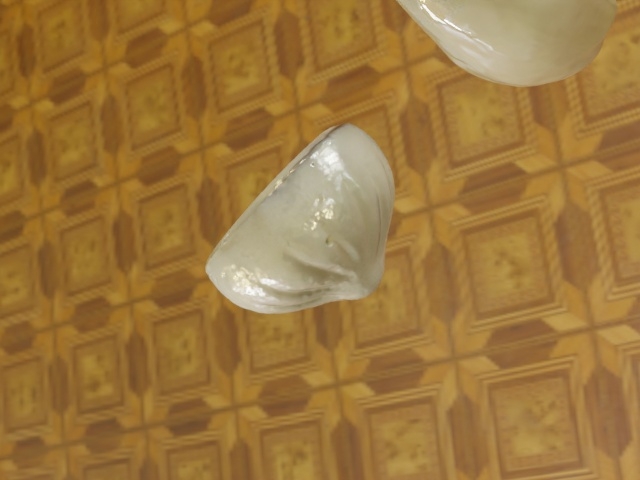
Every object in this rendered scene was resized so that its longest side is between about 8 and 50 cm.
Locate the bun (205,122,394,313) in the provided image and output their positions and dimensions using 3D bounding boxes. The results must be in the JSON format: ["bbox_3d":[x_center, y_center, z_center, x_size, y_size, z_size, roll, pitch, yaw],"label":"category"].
[{"bbox_3d":[0.000,0.000,0.799,0.094,0.138,0.138,46,118,2],"label":"bun"}]

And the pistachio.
[{"bbox_3d":[0.201,-0.286,1.415,0.226,0.332,0.208,17,98,43],"label":"pistachio"}]
